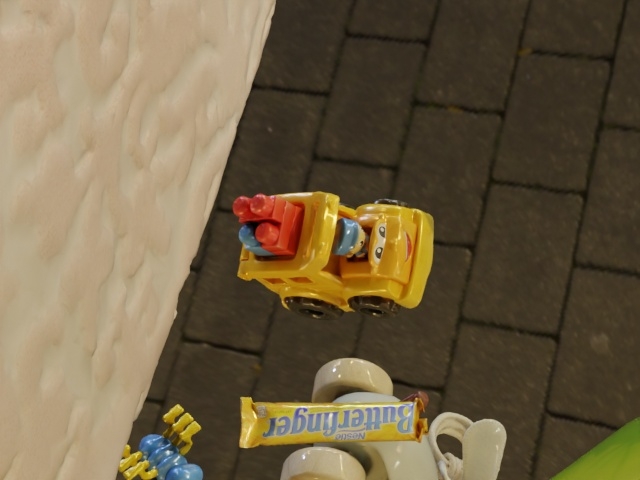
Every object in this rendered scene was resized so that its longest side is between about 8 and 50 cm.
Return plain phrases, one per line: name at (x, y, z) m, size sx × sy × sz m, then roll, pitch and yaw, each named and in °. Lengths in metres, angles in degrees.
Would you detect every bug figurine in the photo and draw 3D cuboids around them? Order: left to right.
bug figurine at (-0.254, 0.249, 1.103) m, size 0.279 × 0.072 × 0.216 m, roll -33°, pitch 47°, yaw -17°

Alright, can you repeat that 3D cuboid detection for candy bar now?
candy bar at (0.012, 0.148, 0.906) m, size 0.162 × 0.018 × 0.040 m, roll 2°, pitch 72°, yaw -16°

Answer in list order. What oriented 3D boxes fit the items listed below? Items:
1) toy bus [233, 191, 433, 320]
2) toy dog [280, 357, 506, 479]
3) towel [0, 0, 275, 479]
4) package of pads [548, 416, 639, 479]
toy bus at (0.000, 0.000, 1.378) m, size 0.220 × 0.211 × 0.149 m, roll -3°, pitch 67°, yaw 39°
toy dog at (0.119, 0.235, 1.115) m, size 0.161 × 0.334 × 0.220 m, roll -31°, pitch 51°, yaw 39°
towel at (-0.095, -0.080, 0.404) m, size 0.054 × 0.317 × 0.331 m, roll 9°, pitch 61°, yaw 14°
package of pads at (0.143, 0.096, 0.259) m, size 0.296 × 0.229 × 0.101 m, roll -32°, pitch 83°, yaw 50°
